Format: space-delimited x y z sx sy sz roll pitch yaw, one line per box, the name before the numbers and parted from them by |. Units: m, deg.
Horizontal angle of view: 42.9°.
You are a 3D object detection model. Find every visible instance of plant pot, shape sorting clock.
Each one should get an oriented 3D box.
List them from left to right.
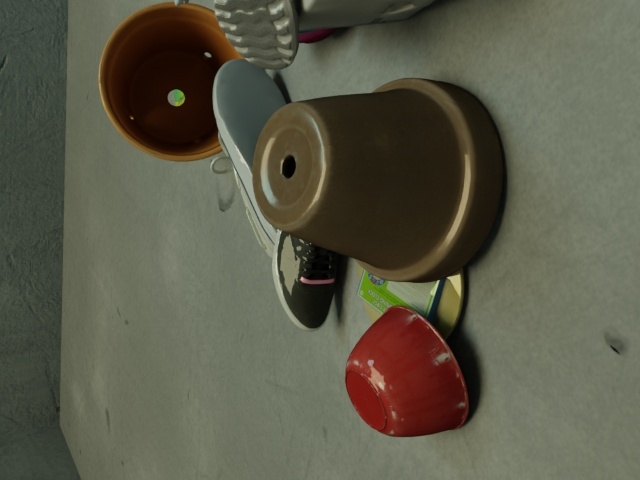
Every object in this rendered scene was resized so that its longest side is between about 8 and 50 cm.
plant pot | -0.275 -0.291 1.573 0.203 0.291 0.290 -173 80 -77
plant pot | 0.050 -0.082 0.990 0.263 0.229 0.262 -6 82 50
shape sorting clock | 0.121 0.051 1.113 0.206 0.040 0.206 1 91 52

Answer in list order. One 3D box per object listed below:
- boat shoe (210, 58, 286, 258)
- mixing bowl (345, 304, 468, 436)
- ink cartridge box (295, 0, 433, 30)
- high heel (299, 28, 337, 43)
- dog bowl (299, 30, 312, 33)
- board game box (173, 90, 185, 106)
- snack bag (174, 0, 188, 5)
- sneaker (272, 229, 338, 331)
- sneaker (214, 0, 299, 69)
boat shoe | -0.111 -0.131 1.439 0.156 0.136 0.366 -44 65 58
mixing bowl | 0.096 0.187 1.066 0.181 0.098 0.181 45 148 38
ink cartridge box | 0.030 -0.468 0.960 0.285 0.166 0.394 -139 41 -81
high heel | -0.032 -0.474 1.318 0.182 0.127 0.377 -13 69 22
dog bowl | -0.035 -0.427 1.149 0.074 0.166 0.297 3 71 61
board game box | -0.285 -0.287 1.803 0.092 0.043 0.181 -13 82 60
snack bag | -0.159 -0.561 1.149 0.342 0.037 0.322 -43 50 53
sneaker | 0.000 0.000 1.258 0.147 0.105 0.295 -176 87 -66
sneaker | -0.068 -0.338 0.970 0.105 0.115 0.281 10 134 25
